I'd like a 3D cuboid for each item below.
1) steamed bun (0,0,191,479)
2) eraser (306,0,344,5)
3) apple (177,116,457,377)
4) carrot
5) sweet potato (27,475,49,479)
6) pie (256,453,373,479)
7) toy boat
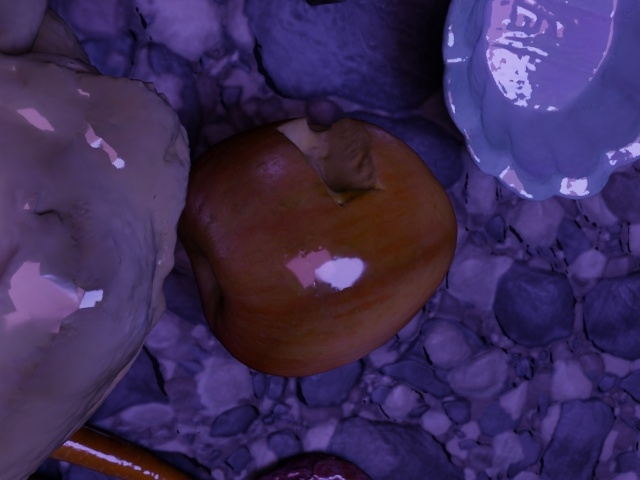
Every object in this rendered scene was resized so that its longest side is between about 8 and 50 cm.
[{"bbox_3d":[-0.215,-0.027,0.441,0.324,0.230,0.372,-30,79,23],"label":"steamed bun"},{"bbox_3d":[0.073,-0.322,0.510,0.077,0.111,0.353,11,102,-16],"label":"eraser"},{"bbox_3d":[0.000,0.000,0.555,0.199,0.199,0.199,-4,106,-14],"label":"apple"},{"bbox_3d":[-0.164,0.175,0.628,0.190,0.037,0.037,29,96,-22],"label":"carrot"},{"bbox_3d":[-0.219,0.227,0.607,0.243,0.077,0.077,32,95,-22],"label":"sweet potato"},{"bbox_3d":[-0.008,0.260,0.694,0.154,0.036,0.155,-4,108,-14],"label":"pie"},{"bbox_3d":[0.179,-0.178,0.586,0.199,0.100,0.290,11,103,-18],"label":"toy boat"}]
